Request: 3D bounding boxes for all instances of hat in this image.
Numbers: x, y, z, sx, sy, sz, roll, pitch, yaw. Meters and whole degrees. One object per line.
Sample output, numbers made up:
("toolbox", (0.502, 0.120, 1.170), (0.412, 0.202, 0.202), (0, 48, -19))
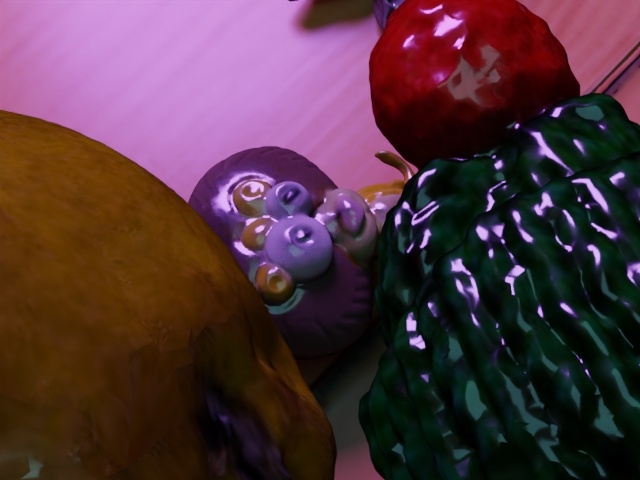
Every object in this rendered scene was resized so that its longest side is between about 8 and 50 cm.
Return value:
("hat", (0.119, 0.009, 0.621), (0.274, 0.242, 0.332), (-14, 61, -33))

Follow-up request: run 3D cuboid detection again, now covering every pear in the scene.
("pear", (-0.202, 0.094, 0.553), (0.413, 0.352, 0.352), (16, 69, 22))

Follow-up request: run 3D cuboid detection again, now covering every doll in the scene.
("doll", (-0.002, -0.008, 0.710), (0.188, 0.096, 0.145), (-37, 77, -21))

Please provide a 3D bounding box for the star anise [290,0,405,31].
("star anise", (0.070, -0.218, 0.804), (0.208, 0.063, 0.171), (-20, 69, -4))
